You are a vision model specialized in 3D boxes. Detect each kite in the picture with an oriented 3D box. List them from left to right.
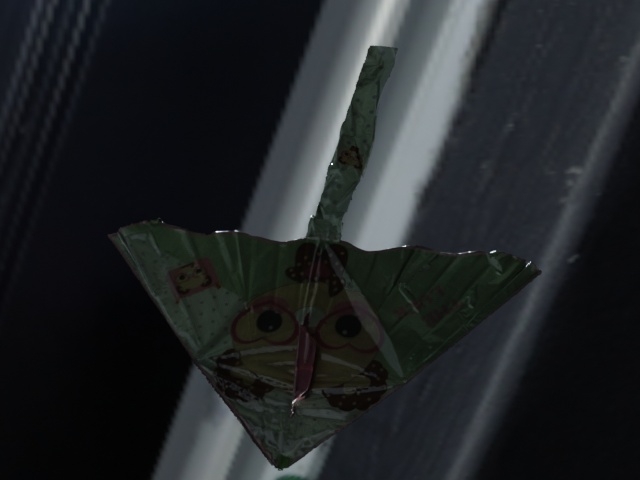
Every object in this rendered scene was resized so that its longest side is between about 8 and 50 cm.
[{"bbox_3d":[0.000,0.001,0.854,0.229,0.012,0.250,8,-118,12],"label":"kite"}]
